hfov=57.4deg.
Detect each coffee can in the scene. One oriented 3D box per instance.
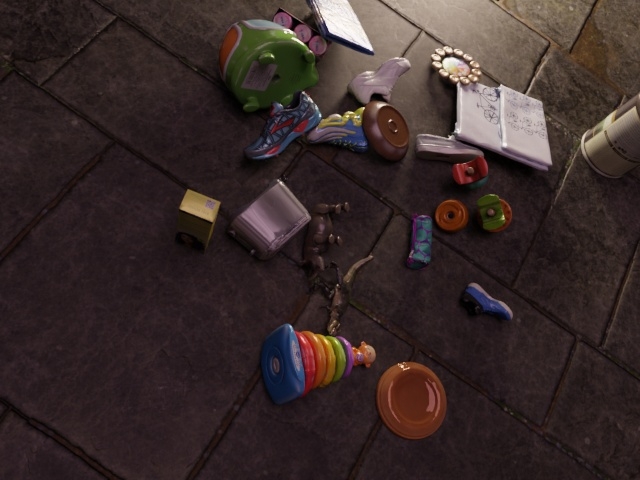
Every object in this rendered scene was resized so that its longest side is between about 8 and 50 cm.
[{"bbox_3d":[1.039,-0.355,1.934,0.201,0.275,0.201,6,68,-15],"label":"coffee can"}]

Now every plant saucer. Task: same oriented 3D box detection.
[{"bbox_3d":[0.210,-0.339,1.770,0.199,0.036,0.198,17,63,-37],"label":"plant saucer"},{"bbox_3d":[0.242,0.416,1.528,0.200,0.037,0.200,5,68,-14],"label":"plant saucer"}]

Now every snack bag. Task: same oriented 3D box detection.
[{"bbox_3d":[0.593,-0.400,1.915,0.343,0.037,0.323,18,53,-10],"label":"snack bag"}]

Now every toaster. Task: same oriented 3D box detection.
[{"bbox_3d":[-0.130,-0.056,1.553,0.146,0.129,0.227,47,62,0],"label":"toaster"}]

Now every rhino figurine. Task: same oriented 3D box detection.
[{"bbox_3d":[0.000,0.000,1.588,0.073,0.106,0.243,41,56,-45],"label":"rhino figurine"}]

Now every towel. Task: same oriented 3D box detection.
[{"bbox_3d":[0.047,-0.702,1.839,0.209,0.034,0.285,7,50,-38],"label":"towel"}]

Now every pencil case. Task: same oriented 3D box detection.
[{"bbox_3d":[0.286,0.005,1.685,0.070,0.064,0.151,26,61,-34],"label":"pencil case"}]

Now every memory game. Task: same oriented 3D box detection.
[{"bbox_3d":[0.460,-0.591,1.977,0.186,0.012,0.186,8,55,-11],"label":"memory game"}]

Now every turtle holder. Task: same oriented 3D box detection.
[{"bbox_3d":[-0.139,-0.521,1.669,0.320,0.243,0.227,-26,61,-20],"label":"turtle holder"}]

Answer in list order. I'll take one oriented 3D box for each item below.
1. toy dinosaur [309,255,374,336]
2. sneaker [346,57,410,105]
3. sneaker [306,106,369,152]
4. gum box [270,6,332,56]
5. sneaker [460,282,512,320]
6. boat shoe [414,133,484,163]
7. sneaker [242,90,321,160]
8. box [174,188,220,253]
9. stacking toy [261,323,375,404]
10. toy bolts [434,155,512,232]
[{"bbox_3d":[0.046,0.125,1.570,0.118,0.064,0.268,36,62,-17],"label":"toy dinosaur"},{"bbox_3d":[0.200,-0.492,1.851,0.232,0.090,0.115,-31,87,-16],"label":"sneaker"},{"bbox_3d":[0.079,-0.312,1.733,0.240,0.091,0.126,-26,79,-25],"label":"sneaker"},{"bbox_3d":[-0.054,-0.636,1.802,0.188,0.107,0.062,33,106,-2],"label":"gum box"},{"bbox_3d":[0.470,0.197,1.668,0.152,0.058,0.084,40,58,6],"label":"sneaker"},{"bbox_3d":[0.404,-0.295,1.829,0.227,0.079,0.081,5,73,-12],"label":"boat shoe"},{"bbox_3d":[-0.125,-0.327,1.636,0.262,0.104,0.125,-41,125,-18],"label":"sneaker"},{"bbox_3d":[-0.304,-0.041,1.433,0.087,0.232,0.058,21,65,-7],"label":"box"},{"bbox_3d":[0.019,0.299,1.463,0.302,0.166,0.175,1,65,-32],"label":"stacking toy"},{"bbox_3d":[0.457,-0.126,1.779,0.218,0.158,0.228,-12,81,21],"label":"toy bolts"}]
